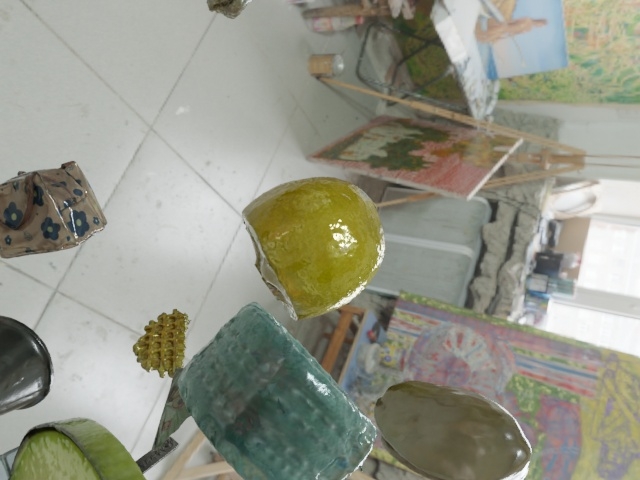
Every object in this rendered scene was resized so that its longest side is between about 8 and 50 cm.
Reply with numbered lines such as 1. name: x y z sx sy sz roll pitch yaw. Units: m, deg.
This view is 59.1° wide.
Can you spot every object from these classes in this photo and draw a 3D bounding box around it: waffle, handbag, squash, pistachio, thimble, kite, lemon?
1. waffle: -0.355 0.239 1.335 0.192 0.160 0.046 -51 150 -48
2. handbag: -0.671 -0.077 1.364 0.190 0.251 0.193 -53 130 -58
3. squash: -0.153 0.225 0.365 0.041 0.219 0.220 5 95 -46
4. pistachio: 0.223 0.347 0.983 0.197 0.287 0.166 -36 116 -45
5. thimble: -0.049 0.199 0.671 0.143 0.235 0.198 -45 166 -7
6. kite: -0.235 0.321 1.063 0.229 0.250 0.012 -48 131 -3
7. lemon: 0.000 0.000 1.384 0.364 0.364 0.365 -23 117 -54

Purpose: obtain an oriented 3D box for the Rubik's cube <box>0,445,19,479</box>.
1. Rubik's cube: -0.691 0.613 1.210 0.256 0.253 0.259 -24 77 -29

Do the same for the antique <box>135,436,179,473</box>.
1. antique: -0.360 0.463 1.188 0.015 0.031 0.192 -53 169 13

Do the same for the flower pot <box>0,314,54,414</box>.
1. flower pot: -0.811 0.331 1.370 0.166 0.268 0.269 -65 156 -73

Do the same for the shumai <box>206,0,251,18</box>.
1. shumai: -0.267 -0.717 1.387 0.262 0.314 0.267 19 111 -29
